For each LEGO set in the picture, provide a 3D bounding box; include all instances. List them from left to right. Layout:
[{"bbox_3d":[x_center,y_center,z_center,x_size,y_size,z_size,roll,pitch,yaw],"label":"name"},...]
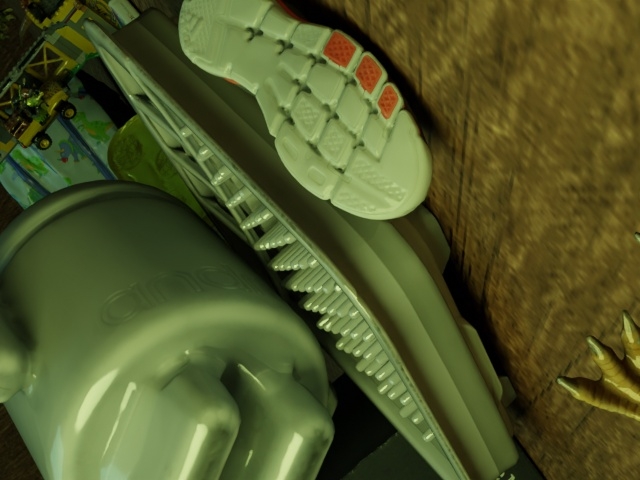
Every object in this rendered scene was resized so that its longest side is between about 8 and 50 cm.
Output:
[{"bbox_3d":[-0.355,-0.231,1.142,0.192,0.255,0.331,35,-165,-47],"label":"LEGO set"}]

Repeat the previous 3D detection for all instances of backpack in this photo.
[{"bbox_3d":[-0.318,-0.085,1.794,0.290,0.273,0.355,55,164,34],"label":"backpack"}]

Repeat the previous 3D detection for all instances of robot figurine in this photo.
[{"bbox_3d":[-0.127,0.081,0.883,0.300,0.200,0.353,16,-165,-38],"label":"robot figurine"}]

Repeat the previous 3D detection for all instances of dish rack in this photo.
[{"bbox_3d":[0.000,0.000,0.767,0.333,0.072,0.285,46,170,41],"label":"dish rack"}]

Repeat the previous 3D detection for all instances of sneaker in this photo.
[{"bbox_3d":[0.003,-0.067,0.549,0.158,0.061,0.065,49,-161,29],"label":"sneaker"}]

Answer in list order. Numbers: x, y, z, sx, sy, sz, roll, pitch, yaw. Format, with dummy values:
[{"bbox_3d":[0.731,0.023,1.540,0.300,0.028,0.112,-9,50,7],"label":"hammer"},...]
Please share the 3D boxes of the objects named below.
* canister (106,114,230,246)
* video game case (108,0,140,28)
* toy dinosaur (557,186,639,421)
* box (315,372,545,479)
[{"bbox_3d":[-0.114,-0.041,1.169,0.126,0.073,0.170,49,-175,23],"label":"canister"},{"bbox_3d":[-0.122,-0.131,1.102,0.143,0.019,0.157,49,173,21],"label":"video game case"},{"bbox_3d":[0.116,0.044,0.287,0.211,0.064,0.112,56,171,-31],"label":"toy dinosaur"},{"bbox_3d":[0.060,0.309,0.956,0.343,0.312,0.179,54,173,-13],"label":"box"}]
